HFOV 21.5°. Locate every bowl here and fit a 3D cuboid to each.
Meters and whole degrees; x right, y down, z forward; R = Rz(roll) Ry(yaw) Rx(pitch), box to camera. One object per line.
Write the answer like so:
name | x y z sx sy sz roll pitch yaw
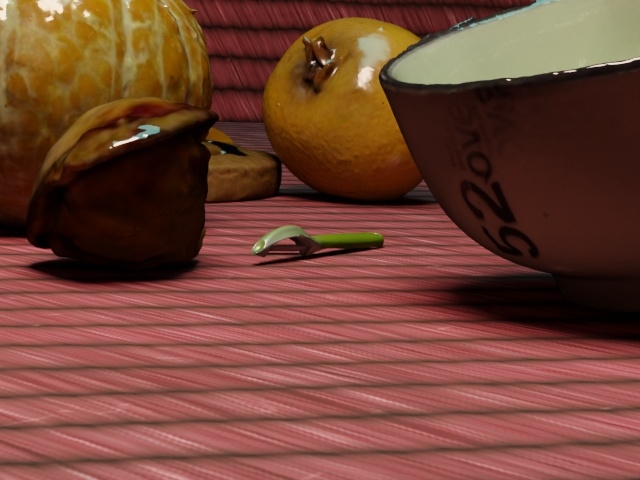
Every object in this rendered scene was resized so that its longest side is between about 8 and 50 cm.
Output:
bowl | 0.229 -0.067 1.138 0.354 0.185 0.354 -12 14 3

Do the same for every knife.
knife | 0.000 0.000 1.353 0.022 0.026 0.184 23 13 30

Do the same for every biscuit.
biscuit | -0.230 -0.087 1.858 0.367 0.063 0.314 6 7 26

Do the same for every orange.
orange | -0.257 -0.137 1.489 0.329 0.249 0.329 8 12 -2

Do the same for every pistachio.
pistachio | -0.139 -0.040 1.223 0.165 0.130 0.210 -40 -10 -4

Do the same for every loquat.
loquat | 0.042 -0.141 1.817 0.208 0.208 0.208 2 7 0

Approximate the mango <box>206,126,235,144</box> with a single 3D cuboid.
mango | -0.156 -0.112 2.083 0.114 0.060 0.080 1 -9 3
